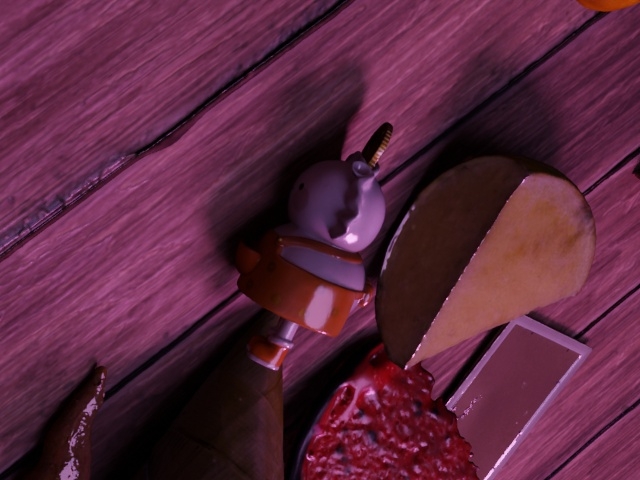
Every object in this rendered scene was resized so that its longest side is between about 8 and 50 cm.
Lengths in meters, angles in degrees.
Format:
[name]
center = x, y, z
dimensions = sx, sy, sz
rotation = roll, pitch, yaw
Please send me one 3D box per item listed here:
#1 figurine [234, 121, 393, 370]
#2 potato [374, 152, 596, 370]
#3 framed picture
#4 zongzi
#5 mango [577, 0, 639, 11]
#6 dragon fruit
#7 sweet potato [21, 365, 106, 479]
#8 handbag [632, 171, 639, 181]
[figurine]
center = 0.007, 0.007, 1.658
dimensions = 0.271, 0.143, 0.143
rotation = -48, 141, 3
[potato]
center = 0.200, 0.019, 1.868
dimensions = 0.255, 0.112, 0.269
rotation = 11, 118, -51
[framed picture]
center = 0.223, 0.221, 2.132
dimensions = 0.273, 0.016, 0.216
rotation = -53, 142, 8
[zongzi]
center = -0.069, 0.277, 1.681
dimensions = 0.160, 0.323, 0.360
rotation = 26, 100, -42
[mango]
center = 0.352, -0.388, 1.635
dimensions = 0.359, 0.144, 0.187
rotation = -59, 152, 5
[dragon fruit]
center = 0.056, 0.301, 1.907
dimensions = 0.282, 0.100, 0.343
rotation = -27, 99, -28
[sweet potato]
center = -0.260, 0.231, 1.661
dimensions = 0.068, 0.068, 0.226
rotation = 11, 114, -47
[handbag]
center = 0.489, -0.012, 2.019
dimensions = 0.059, 0.212, 0.157
rotation = -48, 142, 11
